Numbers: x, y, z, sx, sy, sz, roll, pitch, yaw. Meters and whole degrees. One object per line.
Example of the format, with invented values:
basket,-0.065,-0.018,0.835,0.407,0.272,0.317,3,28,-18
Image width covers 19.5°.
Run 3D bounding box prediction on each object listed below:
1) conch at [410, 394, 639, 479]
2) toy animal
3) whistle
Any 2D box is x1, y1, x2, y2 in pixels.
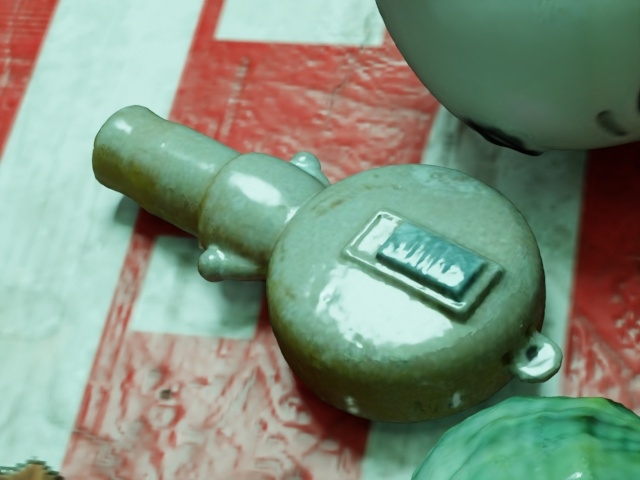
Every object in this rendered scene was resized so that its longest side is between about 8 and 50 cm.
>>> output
conch,0.107,0.116,0.582,0.188,0.122,0.176,15,31,15
toy animal,0.121,-0.143,0.748,0.165,0.187,0.235,2,43,46
whistle,0.000,0.000,0.730,0.220,0.057,0.107,28,61,29
